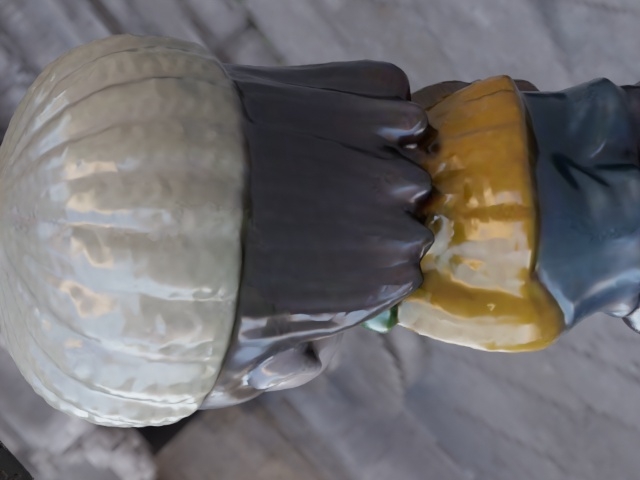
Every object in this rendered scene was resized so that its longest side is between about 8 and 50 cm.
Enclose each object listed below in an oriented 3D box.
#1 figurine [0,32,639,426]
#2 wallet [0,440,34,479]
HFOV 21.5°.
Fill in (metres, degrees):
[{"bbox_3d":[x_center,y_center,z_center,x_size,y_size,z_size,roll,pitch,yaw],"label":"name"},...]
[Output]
[{"bbox_3d":[0.005,-0.018,0.773,0.204,0.332,0.185,67,-168,-55],"label":"figurine"},{"bbox_3d":[-0.371,0.202,1.630,0.198,0.110,0.031,41,138,29],"label":"wallet"}]
